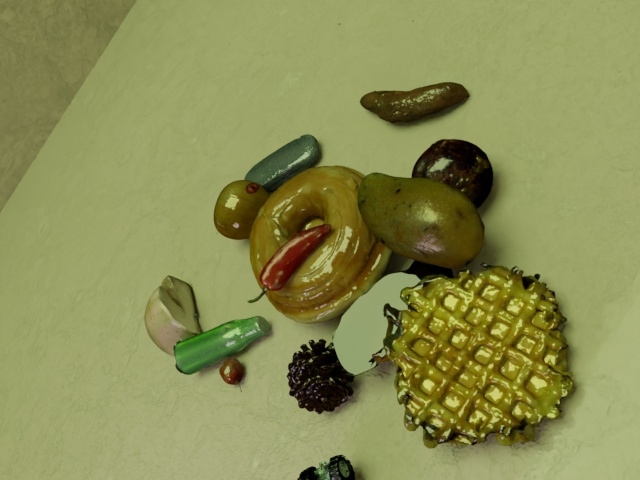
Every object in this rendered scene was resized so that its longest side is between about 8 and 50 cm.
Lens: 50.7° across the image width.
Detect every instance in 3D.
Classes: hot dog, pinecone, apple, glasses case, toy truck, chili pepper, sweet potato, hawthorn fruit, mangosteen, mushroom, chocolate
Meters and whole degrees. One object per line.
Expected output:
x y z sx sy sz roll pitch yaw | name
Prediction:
0.186 0.184 1.578 0.326 0.107 0.194 -29 65 6 | hot dog
-0.003 0.315 1.627 0.163 0.163 0.165 -34 34 20 | pinecone
-0.226 -0.089 2.005 0.155 0.182 0.182 15 76 13 | apple
-0.122 -0.227 2.066 0.282 0.067 0.109 -30 48 25 | glasses case
0.042 0.583 1.463 0.113 0.126 0.208 -30 56 23 | toy truck
-0.079 0.050 1.617 0.272 0.071 0.063 -47 11 3 | chili pepper
0.230 -0.370 1.848 0.342 0.092 0.114 3 44 39 | sweet potato
-0.232 0.371 1.843 0.067 0.067 0.103 -49 59 7 | hawthorn fruit
0.312 -0.158 1.623 0.192 0.192 0.217 -36 18 19 | mangosteen
-0.482 0.230 2.045 0.173 0.162 0.236 -39 47 14 | mushroom
-0.273 0.284 1.896 0.291 0.110 0.110 -25 54 23 | chocolate

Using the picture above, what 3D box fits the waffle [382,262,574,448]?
0.323 0.233 1.402 0.380 0.095 0.382 -13 64 17 | waffle

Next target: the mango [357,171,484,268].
0.208 -0.047 1.506 0.330 0.175 0.176 16 73 32 | mango

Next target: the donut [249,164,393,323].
0.000 0.000 1.759 0.449 0.198 0.448 -18 56 29 | donut
